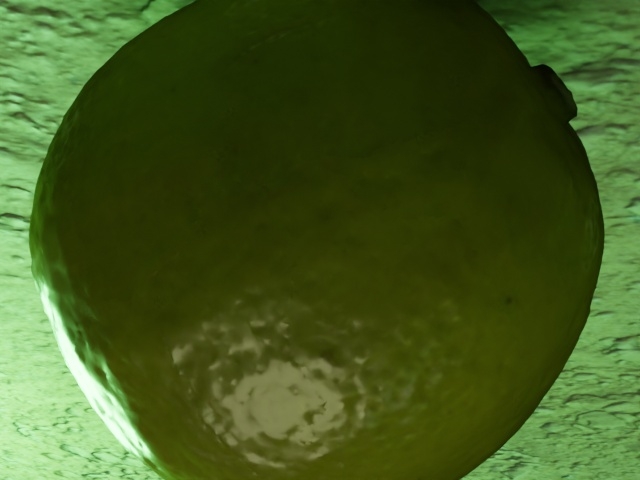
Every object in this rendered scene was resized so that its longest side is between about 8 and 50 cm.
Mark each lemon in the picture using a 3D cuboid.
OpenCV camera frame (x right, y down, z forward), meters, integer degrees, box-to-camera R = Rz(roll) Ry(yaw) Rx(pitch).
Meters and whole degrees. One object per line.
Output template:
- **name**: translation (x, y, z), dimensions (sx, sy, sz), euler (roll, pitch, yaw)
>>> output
- **lemon**: translation (0.000, 0.000, 1.006), dimensions (0.348, 0.348, 0.348), euler (6, 158, 2)
